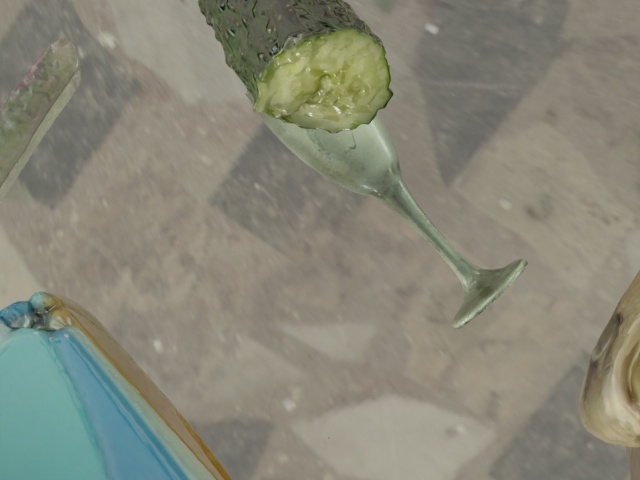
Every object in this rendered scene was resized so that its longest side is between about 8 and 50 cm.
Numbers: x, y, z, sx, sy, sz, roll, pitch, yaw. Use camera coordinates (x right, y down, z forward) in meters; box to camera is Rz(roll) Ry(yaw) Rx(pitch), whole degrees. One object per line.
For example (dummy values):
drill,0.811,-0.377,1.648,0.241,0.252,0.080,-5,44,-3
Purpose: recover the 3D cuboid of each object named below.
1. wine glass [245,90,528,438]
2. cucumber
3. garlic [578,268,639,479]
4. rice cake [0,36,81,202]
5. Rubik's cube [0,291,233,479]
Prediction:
wine glass,0.000,0.000,1.692,0.264,0.096,0.309,-43,92,1
cucumber,-0.025,-0.109,0.718,0.058,0.187,0.058,-10,127,-13
garlic,0.241,0.065,0.678,0.322,0.322,0.241,-41,107,1
rice cake,-0.216,-0.048,1.149,0.036,0.047,0.206,34,68,-11
Rubik's cube,-0.201,0.267,1.182,0.351,0.352,0.347,-38,87,-7
